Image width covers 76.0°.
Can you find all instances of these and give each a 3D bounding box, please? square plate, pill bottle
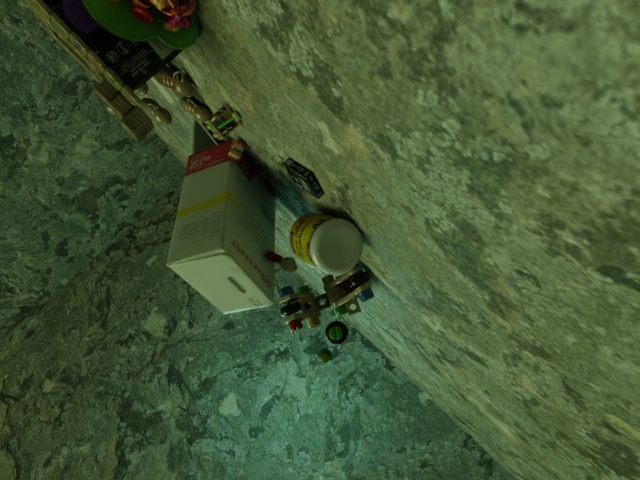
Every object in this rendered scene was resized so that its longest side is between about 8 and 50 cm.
[{"bbox_3d":[-0.339,-0.150,1.339,0.344,0.049,0.348,58,-158,-55],"label":"square plate"},{"bbox_3d":[0.000,0.000,0.919,0.117,0.117,0.215,49,169,-20],"label":"pill bottle"}]

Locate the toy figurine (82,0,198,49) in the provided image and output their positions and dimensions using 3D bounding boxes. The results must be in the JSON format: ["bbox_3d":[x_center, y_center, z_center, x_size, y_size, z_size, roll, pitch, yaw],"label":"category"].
[{"bbox_3d":[-0.219,-0.339,0.543,0.173,0.130,0.159,26,173,-35],"label":"toy figurine"}]

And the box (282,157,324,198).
[{"bbox_3d":[-0.035,-0.127,0.839,0.083,0.018,0.067,38,167,38],"label":"box"}]

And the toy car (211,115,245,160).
[{"bbox_3d":[-0.239,-0.263,1.043,0.122,0.060,0.040,42,140,-15],"label":"toy car"}]

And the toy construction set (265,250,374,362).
[{"bbox_3d":[-0.003,0.136,1.159,0.309,0.257,0.237,42,179,13],"label":"toy construction set"}]

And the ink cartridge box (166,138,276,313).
[{"bbox_3d":[-0.249,-0.034,1.128,0.279,0.160,0.385,59,-160,-49],"label":"ink cartridge box"}]

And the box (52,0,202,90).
[{"bbox_3d":[-0.341,-0.362,0.729,0.143,0.165,0.270,51,169,-30],"label":"box"}]

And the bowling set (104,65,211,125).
[{"bbox_3d":[-0.413,-0.352,1.010,0.154,0.200,0.287,37,171,35],"label":"bowling set"}]

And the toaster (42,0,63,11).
[{"bbox_3d":[-0.466,-0.502,0.698,0.110,0.168,0.186,40,168,42],"label":"toaster"}]

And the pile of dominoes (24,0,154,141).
[{"bbox_3d":[-0.371,-0.268,0.639,0.251,0.040,0.196,45,169,-10],"label":"pile of dominoes"}]

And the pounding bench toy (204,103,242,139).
[{"bbox_3d":[-0.216,-0.261,0.912,0.052,0.065,0.083,51,169,-26],"label":"pounding bench toy"}]
